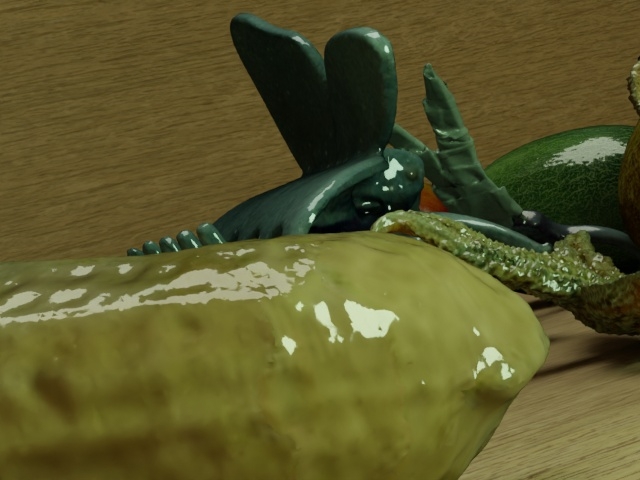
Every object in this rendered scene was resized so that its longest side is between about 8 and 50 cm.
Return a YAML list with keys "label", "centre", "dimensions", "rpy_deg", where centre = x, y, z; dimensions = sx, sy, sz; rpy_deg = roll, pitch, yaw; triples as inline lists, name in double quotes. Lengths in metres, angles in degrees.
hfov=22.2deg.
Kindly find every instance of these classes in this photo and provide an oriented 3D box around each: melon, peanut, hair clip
- label: "melon"
  centre: [0.288, -0.034, 1.778]
  dimensions: [0.287, 0.182, 0.182]
  rpy_deg: [-17, -1, 29]
- label: "peanut"
  centre: [-0.069, 0.079, 0.718]
  dimensions: [0.340, 0.158, 0.174]
  rpy_deg: [-10, -29, 10]
- label: "hair clip"
  centre: [0.000, 0.000, 1.451]
  dimensions: [0.238, 0.392, 0.318]
  rpy_deg: [-40, 11, -18]

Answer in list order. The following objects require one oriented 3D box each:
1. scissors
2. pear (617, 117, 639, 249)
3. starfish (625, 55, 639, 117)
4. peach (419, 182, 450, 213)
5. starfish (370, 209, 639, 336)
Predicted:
- label: "scissors"
  centre: [0.147, -0.043, 1.628]
  dimensions: [0.256, 0.029, 0.383]
  rpy_deg: [-15, -43, 31]
- label: "pear"
  centre: [0.384, -0.062, 1.590]
  dimensions: [0.197, 0.197, 0.197]
  rpy_deg: [-14, 0, 0]
- label: "starfish"
  centre: [0.369, -0.058, 1.118]
  dimensions: [0.312, 0.113, 0.303]
  rpy_deg: [13, 31, -1]
- label: "peach"
  centre: [0.099, 0.012, 2.128]
  dimensions: [0.197, 0.197, 0.197]
  rpy_deg: [-14, 0, 0]
- label: "starfish"
  centre: [0.244, 0.032, 1.180]
  dimensions: [0.357, 0.078, 0.347]
  rpy_deg: [6, 0, -37]
